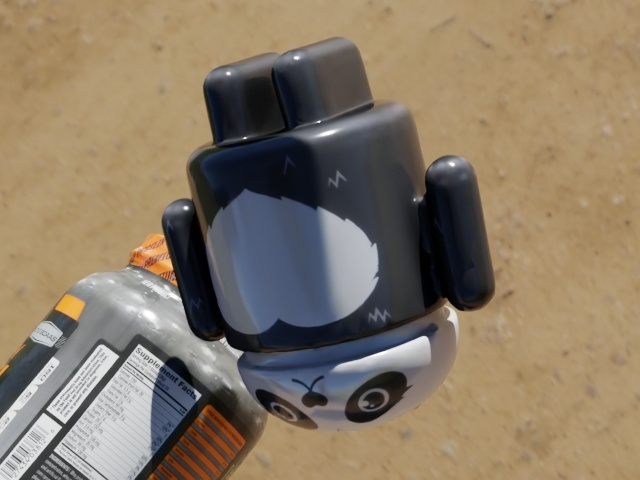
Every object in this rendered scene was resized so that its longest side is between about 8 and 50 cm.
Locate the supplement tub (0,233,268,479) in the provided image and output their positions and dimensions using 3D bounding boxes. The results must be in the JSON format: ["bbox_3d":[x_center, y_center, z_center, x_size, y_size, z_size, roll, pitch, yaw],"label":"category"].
[{"bbox_3d":[-0.186,0.172,1.322,0.207,0.207,0.338,29,73,35],"label":"supplement tub"}]

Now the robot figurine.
[{"bbox_3d":[0.001,0.000,1.147,0.173,0.278,0.209,-17,9,-22],"label":"robot figurine"}]
